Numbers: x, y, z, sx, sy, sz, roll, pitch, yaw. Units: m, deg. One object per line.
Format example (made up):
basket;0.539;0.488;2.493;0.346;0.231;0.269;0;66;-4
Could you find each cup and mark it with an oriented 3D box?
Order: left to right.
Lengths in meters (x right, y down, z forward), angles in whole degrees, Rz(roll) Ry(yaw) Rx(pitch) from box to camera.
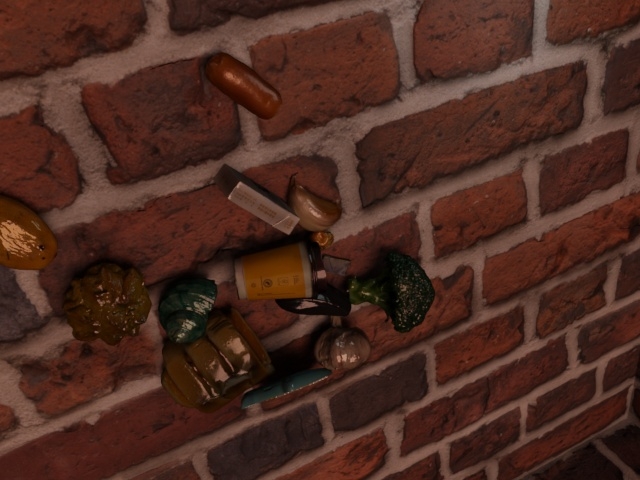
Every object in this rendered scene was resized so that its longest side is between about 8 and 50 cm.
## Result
cup;-0.124;0.100;1.817;0.280;0.196;0.196;-8;121;-5

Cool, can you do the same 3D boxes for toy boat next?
toy boat;0.047;0.085;2.010;0.115;0.016;0.063;14;110;-32

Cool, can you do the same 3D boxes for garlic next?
garlic;-0.029;-0.092;1.814;0.207;0.115;0.128;36;103;-34
garlic;0.069;0.342;2.075;0.219;0.218;0.212;-10;91;-22

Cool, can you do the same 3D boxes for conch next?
conch;-0.402;0.216;1.749;0.134;0.202;0.196;18;141;-41

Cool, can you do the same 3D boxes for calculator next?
calculator;-0.104;0.496;2.006;0.256;0.054;0.386;-24;164;17

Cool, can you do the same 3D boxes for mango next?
mango;-0.782;-0.019;1.465;0.157;0.109;0.262;-45;126;6

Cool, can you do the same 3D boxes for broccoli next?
broccoli;0.250;0.182;2.045;0.297;0.297;0.297;-1;125;18

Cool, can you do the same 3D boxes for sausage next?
sausage;-0.200;-0.410;1.564;0.238;0.098;0.098;31;99;-37

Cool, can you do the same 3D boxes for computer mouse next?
computer mouse;-0.016;0.182;1.950;0.270;0.137;0.086;6;118;-23

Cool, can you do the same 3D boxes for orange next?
orange;0.000;0.000;1.903;0.086;0.086;0.062;14;72;-33

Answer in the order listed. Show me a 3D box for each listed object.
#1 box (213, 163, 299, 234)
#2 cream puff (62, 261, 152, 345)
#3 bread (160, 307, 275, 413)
box;-0.183;-0.119;1.696;0.233;0.149;0.067;31;102;-36
cream puff;-0.591;0.183;1.646;0.244;0.196;0.244;-6;144;-4
bread;-0.339;0.406;1.871;0.341;0.210;0.300;-28;123;-11
